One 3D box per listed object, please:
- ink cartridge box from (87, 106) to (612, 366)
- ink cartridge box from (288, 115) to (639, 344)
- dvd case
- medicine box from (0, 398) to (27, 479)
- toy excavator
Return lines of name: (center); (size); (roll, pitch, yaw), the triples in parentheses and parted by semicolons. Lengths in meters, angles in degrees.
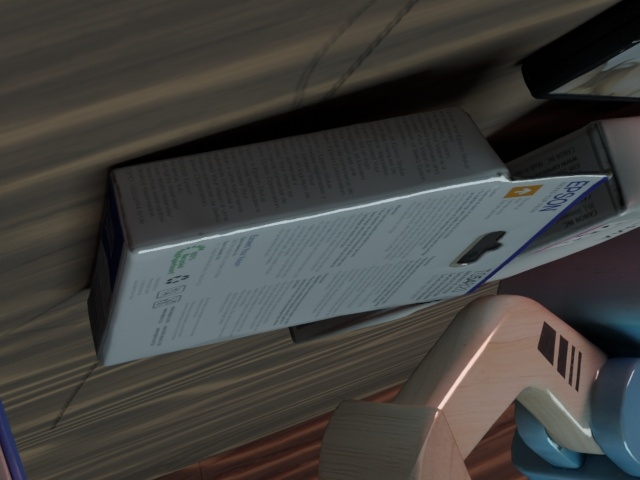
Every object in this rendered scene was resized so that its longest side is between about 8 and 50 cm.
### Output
ink cartridge box: (0.000, 0.000, 0.680); (0.223, 0.045, 0.223); (-9, 165, -16)
ink cartridge box: (0.142, -0.011, 0.903); (0.275, 0.060, 0.239); (-25, 169, 42)
dvd case: (0.234, -0.119, 0.702); (0.180, 0.022, 0.253); (-29, 167, 34)
medicine box: (-0.256, 0.111, 0.516); (0.263, 0.149, 0.289); (-19, 170, -19)
toy excavator: (0.199, 0.092, 1.026); (0.222, 0.433, 0.445); (-1, 150, 42)
